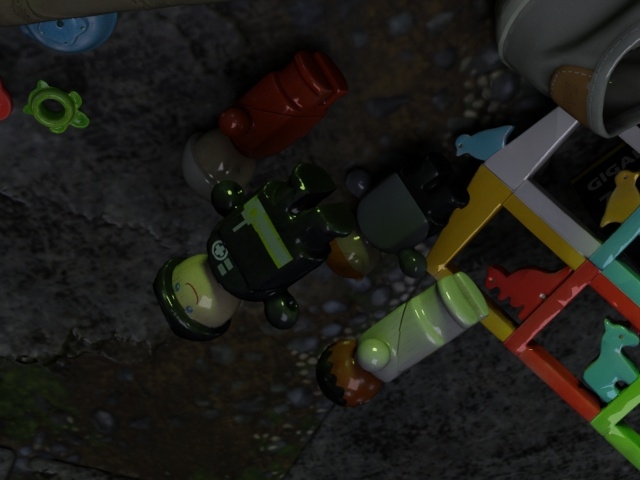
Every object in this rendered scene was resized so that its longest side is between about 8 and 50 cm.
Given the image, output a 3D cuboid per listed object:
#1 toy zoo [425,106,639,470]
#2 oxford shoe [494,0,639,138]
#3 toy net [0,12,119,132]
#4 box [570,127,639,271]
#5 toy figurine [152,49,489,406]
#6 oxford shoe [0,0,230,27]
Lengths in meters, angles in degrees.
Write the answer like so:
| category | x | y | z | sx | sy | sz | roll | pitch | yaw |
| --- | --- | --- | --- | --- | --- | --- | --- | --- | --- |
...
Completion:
| category | x | y | z | sx | sy | sz | roll | pitch | yaw |
| --- | --- | --- | --- | --- | --- | --- | --- | --- | --- |
| toy zoo | 0.214 | 0.019 | 0.675 | 0.293 | 0.030 | 0.192 | 44 | 110 | 11 |
| oxford shoe | 0.336 | -0.188 | 0.557 | 0.450 | 0.130 | 0.169 | -24 | 151 | 12 |
| toy net | -0.257 | -0.154 | 0.583 | 0.232 | 0.045 | 0.122 | 16 | 124 | -16 |
| box | 0.411 | -0.019 | 0.749 | 0.257 | 0.079 | 0.322 | -39 | 121 | 22 |
| toy figurine | 0.000 | 0.000 | 0.627 | 0.210 | 0.213 | 0.148 | 34 | 124 | -30 |
| oxford shoe | -0.074 | -0.187 | 0.489 | 0.349 | 0.130 | 0.123 | -21 | 136 | -7 |
